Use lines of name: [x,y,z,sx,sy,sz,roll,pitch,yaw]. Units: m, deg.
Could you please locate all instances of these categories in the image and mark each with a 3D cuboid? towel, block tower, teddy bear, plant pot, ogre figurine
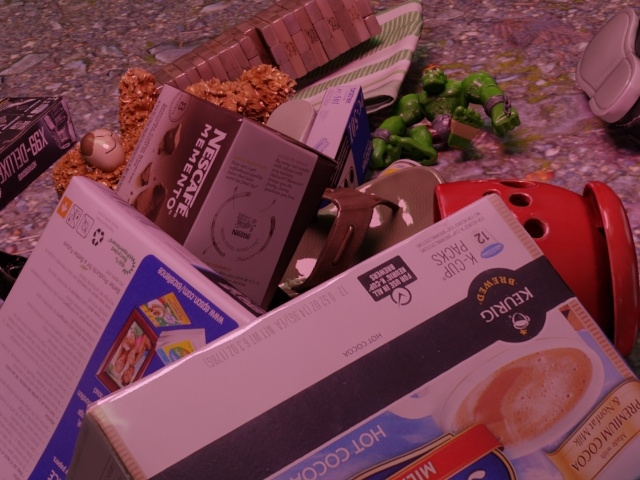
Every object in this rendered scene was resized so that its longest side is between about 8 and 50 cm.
towel: [0.017,-0.227,2.006,0.248,0.038,0.325,-18,24,23]
block tower: [-0.090,-0.251,2.015,0.335,0.091,0.097,-31,22,-8]
teddy bear: [-0.169,-0.122,1.811,0.338,0.113,0.245,-5,64,-5]
plant pot: [0.196,0.032,1.343,0.174,0.191,0.191,-7,27,3]
ogre figurine: [0.150,-0.154,1.827,0.197,0.097,0.118,-34,29,31]

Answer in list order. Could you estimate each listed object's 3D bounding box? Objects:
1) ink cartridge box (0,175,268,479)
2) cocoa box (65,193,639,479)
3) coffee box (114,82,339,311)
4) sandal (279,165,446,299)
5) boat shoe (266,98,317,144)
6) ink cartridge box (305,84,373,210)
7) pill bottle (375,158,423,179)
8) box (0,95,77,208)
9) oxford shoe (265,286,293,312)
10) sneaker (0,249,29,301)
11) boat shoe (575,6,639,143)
ink cartridge box: [-0.192,0.140,1.244,0.072,0.307,0.304,20,11,-46]
cocoa box: [0.027,0.172,1.013,0.347,0.231,0.228,-27,71,-27]
coffee box: [-0.128,0.019,1.376,0.119,0.297,0.168,24,3,-35]
sandal: [-0.001,0.002,1.545,0.303,0.086,0.120,-20,63,-5]
boat shoe: [-0.046,-0.057,1.715,0.079,0.081,0.227,4,58,30]
ink cartridge box: [0.016,-0.086,1.704,0.046,0.097,0.207,-1,38,16]
pill bottle: [0.077,-0.040,1.660,0.065,0.065,0.116,7,33,32]
box: [-0.516,-0.102,1.997,0.242,0.076,0.307,1,29,23]
oxford shoe: [-0.052,0.115,1.379,0.096,0.083,0.227,-37,30,16]
sneaker: [-0.303,0.061,1.588,0.170,0.089,0.051,13,36,39]
boat shoe: [0.388,-0.201,1.825,0.114,0.091,0.302,-49,13,29]
